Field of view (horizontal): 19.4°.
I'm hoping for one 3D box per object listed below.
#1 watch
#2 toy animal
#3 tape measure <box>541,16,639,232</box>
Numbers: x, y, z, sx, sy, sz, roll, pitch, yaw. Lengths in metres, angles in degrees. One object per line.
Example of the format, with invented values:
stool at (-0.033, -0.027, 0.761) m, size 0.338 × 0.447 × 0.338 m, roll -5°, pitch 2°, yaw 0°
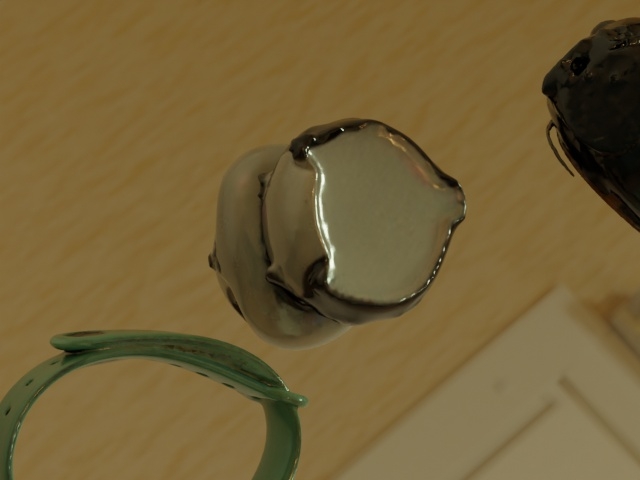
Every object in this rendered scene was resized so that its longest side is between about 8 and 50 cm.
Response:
watch at (-0.119, 0.157, 1.334) m, size 0.068 × 0.237 × 0.195 m, roll -2°, pitch -86°, yaw 64°
toy animal at (-0.005, 0.000, 1.656) m, size 0.235 × 0.165 × 0.187 m, roll -20°, pitch -104°, yaw 53°
tape measure at (0.279, -0.083, 1.476) m, size 0.223 × 0.135 × 0.202 m, roll 47°, pitch 19°, yaw 5°
